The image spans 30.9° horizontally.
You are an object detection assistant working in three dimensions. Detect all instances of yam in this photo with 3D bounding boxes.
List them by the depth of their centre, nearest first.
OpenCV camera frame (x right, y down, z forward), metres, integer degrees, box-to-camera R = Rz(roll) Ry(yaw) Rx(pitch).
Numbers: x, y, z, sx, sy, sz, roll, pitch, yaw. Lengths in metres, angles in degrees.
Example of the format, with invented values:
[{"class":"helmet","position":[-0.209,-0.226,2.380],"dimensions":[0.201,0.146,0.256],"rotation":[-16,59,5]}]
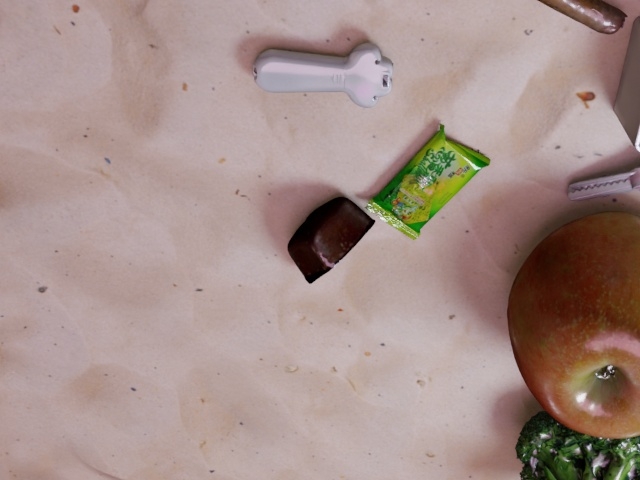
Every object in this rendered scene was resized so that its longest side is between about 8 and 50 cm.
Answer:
[{"class":"yam","position":[0.300,-0.350,1.575],"dimensions":[0.264,0.046,0.046],"rotation":[26,117,-11]}]

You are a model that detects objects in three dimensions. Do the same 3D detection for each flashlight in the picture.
[{"class":"flashlight","position":[0.003,-0.239,1.649],"dimensions":[0.200,0.047,0.093],"rotation":[3,119,3]}]

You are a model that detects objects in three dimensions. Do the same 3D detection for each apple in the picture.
[{"class":"apple","position":[0.433,0.133,1.716],"dimensions":[0.319,0.277,0.319],"rotation":[2,121,3]}]

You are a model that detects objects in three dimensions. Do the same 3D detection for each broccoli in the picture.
[{"class":"broccoli","position":[0.458,0.404,1.872],"dimensions":[0.298,0.297,0.297],"rotation":[15,147,10]}]

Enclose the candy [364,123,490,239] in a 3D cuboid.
[{"class":"candy","position":[0.161,-0.084,1.740],"dimensions":[0.102,0.032,0.178],"rotation":[36,115,-17]}]

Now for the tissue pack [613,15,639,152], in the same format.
[{"class":"tissue pack","position":[0.552,-0.206,1.598],"dimensions":[0.246,0.136,0.159],"rotation":[6,120,-1]}]

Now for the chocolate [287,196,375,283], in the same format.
[{"class":"chocolate","position":[0.000,0.000,1.753],"dimensions":[0.149,0.125,0.080],"rotation":[-40,95,26]}]

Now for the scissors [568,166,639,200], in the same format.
[{"class":"scissors","position":[0.485,-0.093,1.702],"dimensions":[0.242,0.118,0.030],"rotation":[-10,78,19]}]
